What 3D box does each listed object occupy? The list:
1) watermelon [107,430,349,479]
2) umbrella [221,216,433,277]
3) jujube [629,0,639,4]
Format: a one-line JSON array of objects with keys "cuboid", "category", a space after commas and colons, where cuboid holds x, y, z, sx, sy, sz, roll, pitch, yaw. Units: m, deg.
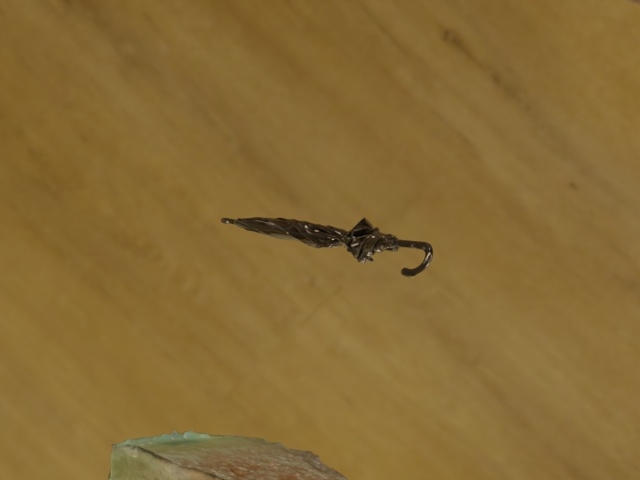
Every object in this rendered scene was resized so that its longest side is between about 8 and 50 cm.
[{"cuboid": [0.012, 0.161, 0.685, 0.241, 0.094, 0.154, 1, 87, 43], "category": "watermelon"}, {"cuboid": [0.002, -0.004, 0.849, 0.149, 0.022, 0.022, 16, 158, 47], "category": "umbrella"}, {"cuboid": [0.276, -0.249, 0.997, 0.317, 0.226, 0.226, -8, 116, 37], "category": "jujube"}]
